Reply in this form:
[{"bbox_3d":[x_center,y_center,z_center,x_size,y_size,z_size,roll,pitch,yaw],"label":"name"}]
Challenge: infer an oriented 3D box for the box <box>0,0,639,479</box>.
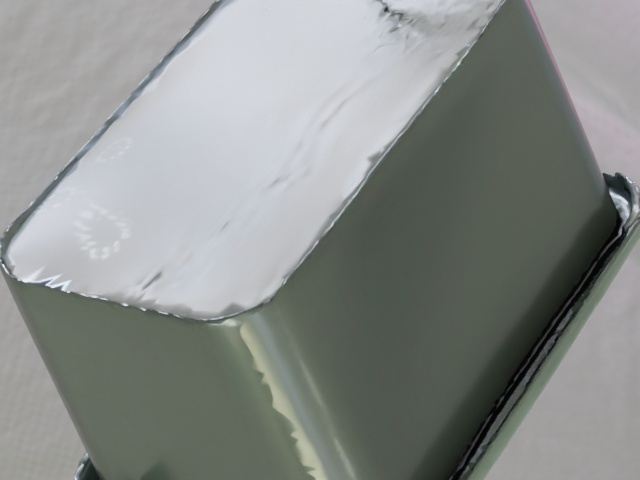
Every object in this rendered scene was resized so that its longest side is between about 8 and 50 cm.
[{"bbox_3d":[0.000,0.000,0.711,0.243,0.163,0.135,-51,-45,-32],"label":"box"}]
